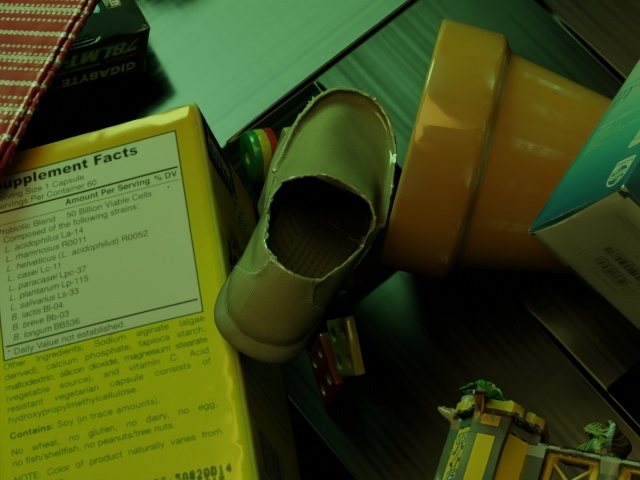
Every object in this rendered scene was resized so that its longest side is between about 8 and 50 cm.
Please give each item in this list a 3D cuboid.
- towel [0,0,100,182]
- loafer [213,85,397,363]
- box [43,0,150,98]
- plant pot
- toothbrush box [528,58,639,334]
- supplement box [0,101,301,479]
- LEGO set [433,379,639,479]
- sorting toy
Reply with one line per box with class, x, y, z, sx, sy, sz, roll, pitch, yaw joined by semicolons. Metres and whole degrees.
towel;-0.295;-0.150;1.419;0.198;0.031;0.275;4;49;22
loafer;0.005;-0.025;1.286;0.102;0.092;0.269;29;49;-10
box;-0.348;-0.245;1.575;0.293;0.073;0.296;-17;61;-25
plant pot;0.162;-0.055;1.369;0.187;0.205;0.205;15;68;2
toothbrush box;0.326;-0.057;1.270;0.216;0.126;0.295;41;63;-11
supplement box;-0.139;0.106;1.351;0.194;0.195;0.357;-13;64;6
LEGO set;0.222;0.159;1.182;0.254;0.331;0.192;4;58;29
sorting toy;0.000;0.000;1.411;0.046;0.132;0.275;-10;63;-18
